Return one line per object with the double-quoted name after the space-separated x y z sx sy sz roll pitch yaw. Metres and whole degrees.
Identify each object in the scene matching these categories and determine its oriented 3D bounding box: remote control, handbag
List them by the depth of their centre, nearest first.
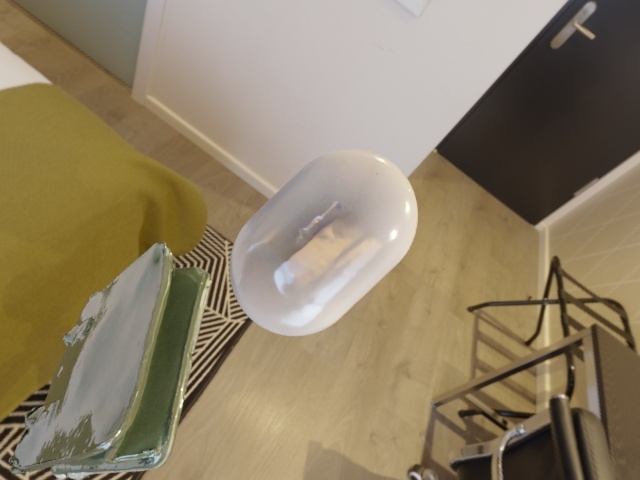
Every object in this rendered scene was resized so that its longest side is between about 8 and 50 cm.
-0.264 0.154 0.529 0.079 0.259 0.248 37 41 -39 "handbag"
0.000 0.000 0.658 0.221 0.332 0.103 48 4 16 "remote control"
